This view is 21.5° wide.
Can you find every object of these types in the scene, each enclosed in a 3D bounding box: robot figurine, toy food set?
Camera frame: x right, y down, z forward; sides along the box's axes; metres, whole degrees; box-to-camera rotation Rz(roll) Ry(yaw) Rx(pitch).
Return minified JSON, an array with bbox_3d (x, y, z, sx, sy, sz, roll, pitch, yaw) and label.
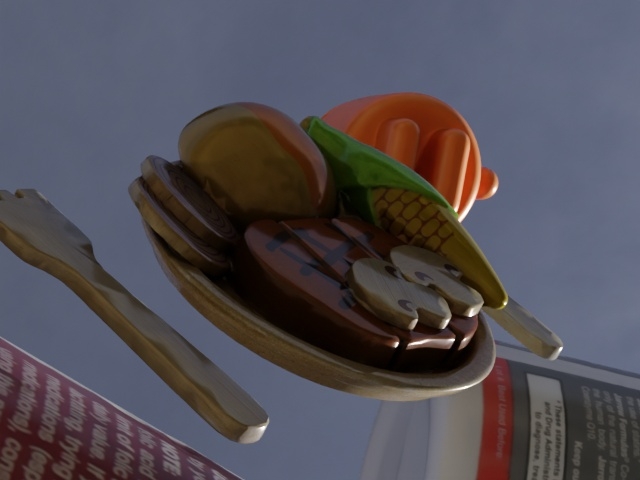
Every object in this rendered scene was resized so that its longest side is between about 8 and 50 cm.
[{"bbox_3d":[0.053,-0.060,1.401,0.158,0.219,0.128,-29,-81,-12],"label":"robot figurine"},{"bbox_3d":[0.000,0.000,0.526,0.132,0.192,0.038,39,-65,25],"label":"toy food set"}]

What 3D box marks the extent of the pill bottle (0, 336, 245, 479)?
[{"bbox_3d":[-0.141,0.140,0.547,0.392,0.224,0.224,33,-103,-16],"label":"pill bottle"}]

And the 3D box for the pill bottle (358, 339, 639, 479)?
[{"bbox_3d":[0.214,0.193,1.048,0.363,0.210,0.210,14,-99,-9],"label":"pill bottle"}]
